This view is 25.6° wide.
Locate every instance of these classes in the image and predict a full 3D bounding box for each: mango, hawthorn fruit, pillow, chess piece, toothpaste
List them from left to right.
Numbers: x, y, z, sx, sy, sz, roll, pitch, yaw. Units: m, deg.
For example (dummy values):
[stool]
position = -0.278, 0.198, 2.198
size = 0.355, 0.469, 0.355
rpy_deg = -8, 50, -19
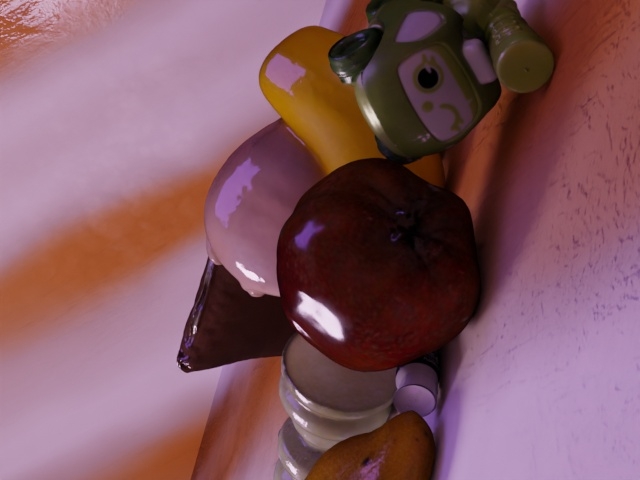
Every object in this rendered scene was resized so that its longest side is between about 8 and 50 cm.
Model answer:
[pillow]
position = -0.045, 0.027, 1.940
size = 0.108, 0.305, 0.308
rpy_deg = 34, 117, 37
[chess piece]
position = 0.006, 0.236, 1.697
size = 0.144, 0.144, 0.251
rpy_deg = -86, 6, -50
[mango]
position = 0.037, 0.273, 1.453
size = 0.157, 0.109, 0.262
rpy_deg = -79, 8, -45
[hawthorn fruit]
position = 0.045, 0.045, 1.413
size = 0.248, 0.208, 0.208
rpy_deg = 123, 160, -48
[toothpaste]
position = 0.106, 0.112, 1.491
size = 0.193, 0.045, 0.071
rpy_deg = -77, 5, -55

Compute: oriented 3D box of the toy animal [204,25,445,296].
[toy animal]
position = 0.041, -0.074, 1.714
size = 0.345, 0.277, 0.247
rpy_deg = -64, -18, 17

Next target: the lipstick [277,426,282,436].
[lipstick]
position = -0.041, 0.310, 2.217
size = 0.141, 0.040, 0.040
rpy_deg = 148, 135, -80

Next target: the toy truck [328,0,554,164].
[toy truck]
position = 0.132, -0.183, 1.384
size = 0.210, 0.148, 0.187
rpy_deg = -22, 27, 24
